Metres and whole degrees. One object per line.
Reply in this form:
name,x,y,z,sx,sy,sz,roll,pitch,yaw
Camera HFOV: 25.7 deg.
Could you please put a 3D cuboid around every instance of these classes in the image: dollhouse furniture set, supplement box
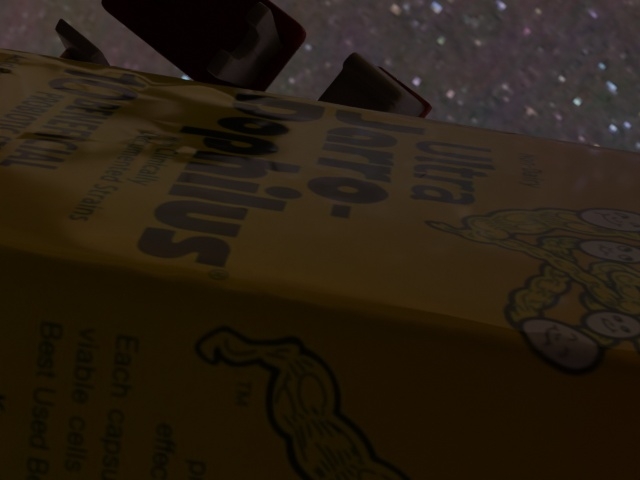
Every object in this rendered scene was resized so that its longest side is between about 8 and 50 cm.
dollhouse furniture set,-0.049,-0.136,1.046,0.259,0.135,0.262,40,-89,14
supplement box,-0.027,0.067,0.445,0.194,0.356,0.195,-75,174,-70
